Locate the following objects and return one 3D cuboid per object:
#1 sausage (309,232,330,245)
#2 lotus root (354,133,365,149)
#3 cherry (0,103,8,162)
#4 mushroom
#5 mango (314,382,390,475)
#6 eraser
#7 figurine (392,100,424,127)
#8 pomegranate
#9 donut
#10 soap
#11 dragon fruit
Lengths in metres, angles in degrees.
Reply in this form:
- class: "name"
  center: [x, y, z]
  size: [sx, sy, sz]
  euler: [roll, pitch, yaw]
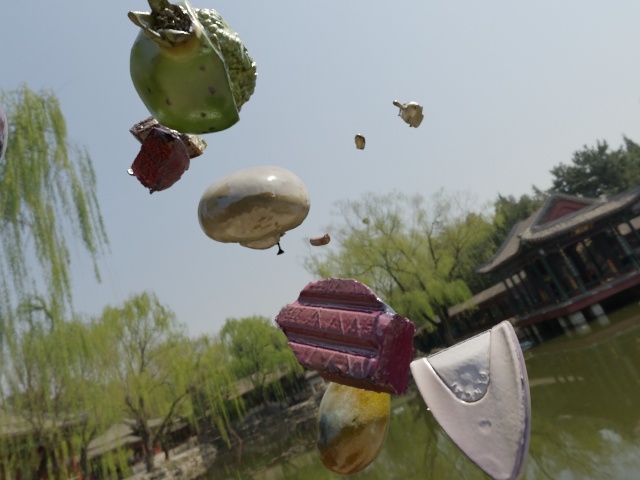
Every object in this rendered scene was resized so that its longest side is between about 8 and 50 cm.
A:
- class: "sausage"
  center: [0.000, 0.000, 1.645]
  size: [0.036, 0.042, 0.158]
  euler: [-62, 16, -15]
- class: "lotus root"
  center: [0.144, -0.358, 1.607]
  size: [0.037, 0.030, 0.083]
  euler: [9, -17, 13]
- class: "cherry"
  center: [-0.632, -0.196, 0.745]
  size: [0.183, 0.266, 0.213]
  euler: [-3, -44, -52]
- class: "mushroom"
  center: [-0.207, -0.081, 1.443]
  size: [0.362, 0.295, 0.362]
  euler: [-9, 21, 4]
- class: "mango"
  center: [0.088, 0.405, 1.096]
  size: [0.146, 0.316, 0.193]
  euler: [30, -15, -36]
- class: "eraser"
  center: [0.279, 0.287, 0.773]
  size: [0.204, 0.243, 0.059]
  euler: [-30, -42, 23]
- class: "figurine"
  center: [0.177, -0.259, 0.907]
  size: [0.047, 0.050, 0.083]
  euler: [-53, -20, 9]
- class: "pomegranate"
  center: [-0.268, -0.358, 0.904]
  size: [0.260, 0.260, 0.341]
  euler: [-24, -13, 4]
- class: "donut"
  center: [-0.434, -0.287, 1.302]
  size: [0.144, 0.126, 0.186]
  euler: [-40, -58, 1]
- class: "soap"
  center: [0.034, 0.169, 0.840]
  size: [0.289, 0.182, 0.112]
  euler: [-2, -33, 43]
- class: "dragon fruit"
  center: [-0.361, -0.187, 1.041]
  size: [0.147, 0.102, 0.096]
  euler: [-55, -9, 18]
